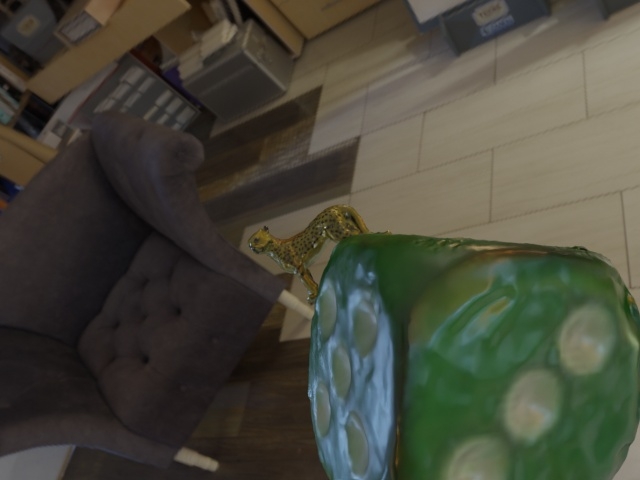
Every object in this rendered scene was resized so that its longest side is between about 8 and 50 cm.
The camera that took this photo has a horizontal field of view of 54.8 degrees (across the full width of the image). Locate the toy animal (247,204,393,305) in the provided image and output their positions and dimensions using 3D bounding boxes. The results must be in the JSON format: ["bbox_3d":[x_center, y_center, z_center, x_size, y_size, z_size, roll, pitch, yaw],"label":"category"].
[{"bbox_3d":[0.000,0.000,0.904,0.181,0.073,0.136,-38,82,12],"label":"toy animal"}]

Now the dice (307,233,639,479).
[{"bbox_3d":[0.157,0.143,0.710,0.287,0.297,0.300,-168,81,-70],"label":"dice"}]
